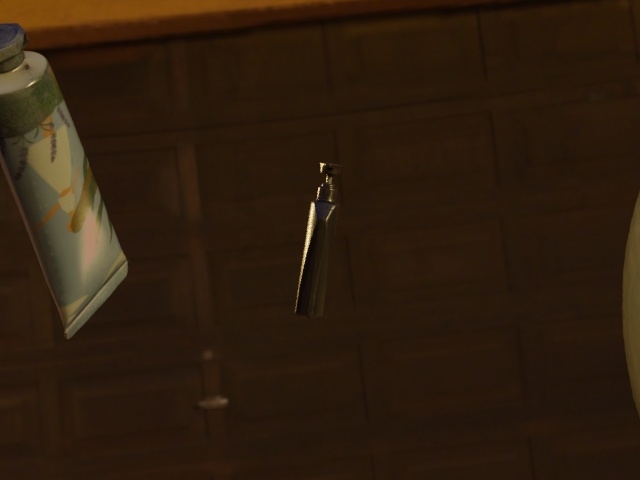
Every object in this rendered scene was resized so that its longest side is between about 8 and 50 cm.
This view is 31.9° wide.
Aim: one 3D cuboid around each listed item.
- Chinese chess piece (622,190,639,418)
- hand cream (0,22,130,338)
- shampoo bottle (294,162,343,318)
[{"bbox_3d":[0.269,0.018,0.326,0.349,0.146,0.349,-4,-32,-3],"label":"Chinese chess piece"},{"bbox_3d":[-0.198,-0.042,0.827,0.055,0.256,0.088,12,45,23],"label":"hand cream"},{"bbox_3d":[0.000,0.000,0.988,0.027,0.137,0.048,8,3,-1],"label":"shampoo bottle"}]
